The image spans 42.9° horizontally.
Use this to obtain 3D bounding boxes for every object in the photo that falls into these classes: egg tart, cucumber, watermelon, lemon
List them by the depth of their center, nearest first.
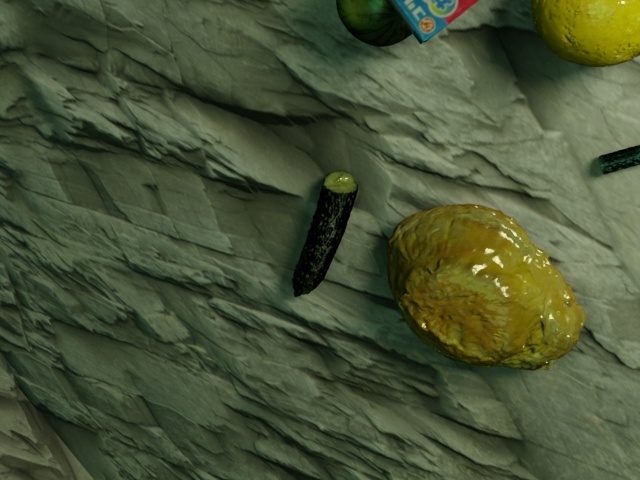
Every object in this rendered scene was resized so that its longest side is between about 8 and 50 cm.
[{"bbox_3d":[0.379,-0.326,1.109,0.206,0.173,0.174,27,128,36],"label":"lemon"},{"bbox_3d":[0.492,-0.132,1.237,0.133,0.032,0.032,-14,108,37],"label":"cucumber"},{"bbox_3d":[0.085,-0.386,1.280,0.187,0.140,0.141,54,143,45],"label":"watermelon"},{"bbox_3d":[0.255,0.107,1.443,0.339,0.153,0.352,-25,101,41],"label":"egg tart"},{"bbox_3d":[0.002,0.000,1.585,0.072,0.072,0.300,30,127,14],"label":"cucumber"}]

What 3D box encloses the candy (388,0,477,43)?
[{"bbox_3d":[0.214,-0.426,1.116,0.306,0.100,0.157,-36,97,13],"label":"candy"}]
